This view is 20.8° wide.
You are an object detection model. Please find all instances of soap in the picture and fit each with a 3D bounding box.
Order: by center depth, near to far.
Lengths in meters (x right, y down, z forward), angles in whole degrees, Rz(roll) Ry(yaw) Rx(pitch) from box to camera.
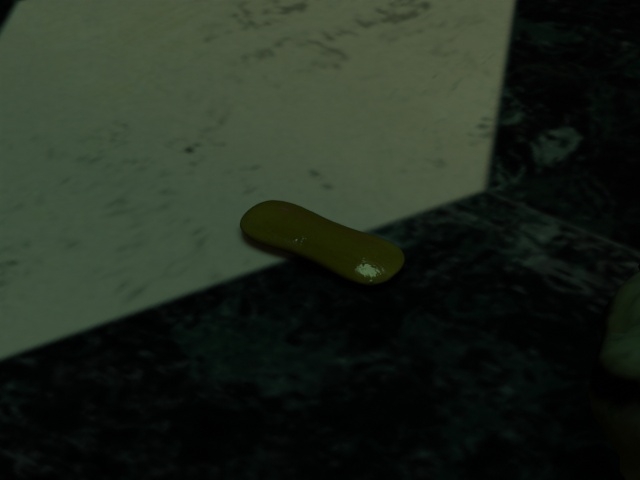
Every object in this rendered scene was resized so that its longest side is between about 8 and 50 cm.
[{"bbox_3d":[0.000,0.000,0.859,0.089,0.012,0.034,21,45,26],"label":"soap"}]

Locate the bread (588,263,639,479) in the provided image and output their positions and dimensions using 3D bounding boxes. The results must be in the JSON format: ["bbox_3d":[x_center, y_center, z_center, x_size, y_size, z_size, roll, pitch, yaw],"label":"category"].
[{"bbox_3d":[0.301,0.086,0.543,0.395,0.264,0.239,-11,25,51],"label":"bread"}]
